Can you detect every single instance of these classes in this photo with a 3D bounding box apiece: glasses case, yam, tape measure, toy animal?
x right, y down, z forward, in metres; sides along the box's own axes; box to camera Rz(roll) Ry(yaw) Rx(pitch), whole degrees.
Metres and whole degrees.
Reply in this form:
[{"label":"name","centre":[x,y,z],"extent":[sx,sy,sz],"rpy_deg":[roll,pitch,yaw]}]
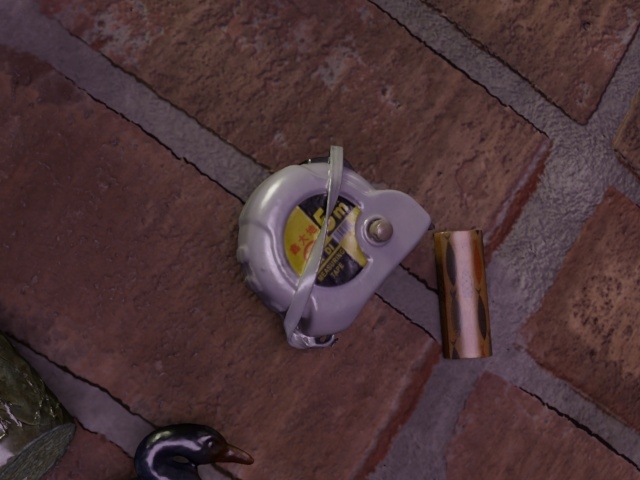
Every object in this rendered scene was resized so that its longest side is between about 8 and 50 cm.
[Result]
[{"label":"glasses case","centre":[0.194,0.071,0.902],"extent":[0.064,0.041,0.170],"rpy_deg":[-3,87,-15]},{"label":"yam","centre":[-0.364,0.157,0.684],"extent":[0.154,0.154,0.254],"rpy_deg":[-37,94,-15]},{"label":"tape measure","centre":[0.000,0.000,0.813],"extent":[0.197,0.120,0.236],"rpy_deg":[45,71,-13]},{"label":"toy animal","centre":[-0.184,0.348,0.735],"extent":[0.185,0.122,0.298],"rpy_deg":[43,83,-19]}]
